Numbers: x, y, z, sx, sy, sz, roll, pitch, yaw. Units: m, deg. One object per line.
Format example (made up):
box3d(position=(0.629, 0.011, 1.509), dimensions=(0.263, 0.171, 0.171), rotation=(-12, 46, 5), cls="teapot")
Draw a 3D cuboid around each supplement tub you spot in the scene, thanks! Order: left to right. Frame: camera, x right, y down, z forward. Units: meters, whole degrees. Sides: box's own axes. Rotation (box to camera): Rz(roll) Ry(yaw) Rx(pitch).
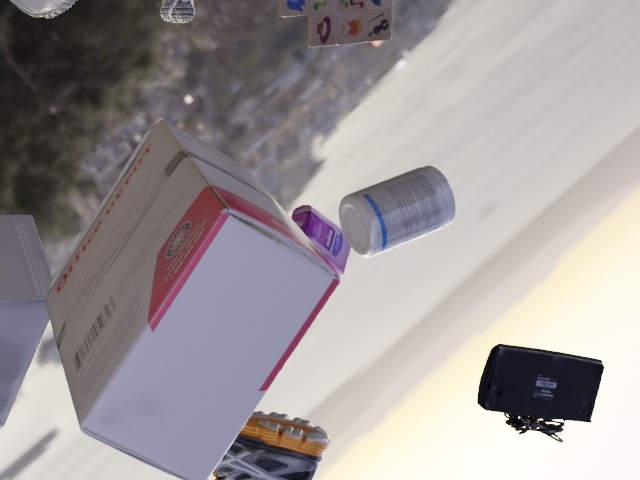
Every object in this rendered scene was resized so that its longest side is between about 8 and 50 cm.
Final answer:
box3d(position=(0.080, -0.031, 1.579), dimensions=(0.107, 0.071, 0.071), rotation=(-21, 165, -24), cls="supplement tub")

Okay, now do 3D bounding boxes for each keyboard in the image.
box3d(position=(0.230, 0.164, 1.645), dimensions=(0.192, 0.038, 0.100), rotation=(13, 93, -41), cls="keyboard")

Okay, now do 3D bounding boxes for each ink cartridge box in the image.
box3d(position=(-0.117, 0.040, 1.251), dimensions=(0.207, 0.117, 0.283), rotation=(-57, -157, 7), cls="ink cartridge box")

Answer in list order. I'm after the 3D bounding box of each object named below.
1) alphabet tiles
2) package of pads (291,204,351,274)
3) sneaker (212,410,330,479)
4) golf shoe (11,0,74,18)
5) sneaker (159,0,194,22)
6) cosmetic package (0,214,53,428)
box3d(position=(0.037, -0.354, 1.817), dimensions=(0.198, 0.237, 0.009), rotation=(-10, -160, -29), cls="alphabet tiles")
box3d(position=(0.000, 0.000, 1.721), dimensions=(0.032, 0.083, 0.050), rotation=(-13, -127, 41), cls="package of pads")
box3d(position=(-0.102, 0.214, 1.577), dimensions=(0.084, 0.215, 0.083), rotation=(-49, 153, -76), cls="sneaker")
box3d(position=(-0.259, -0.229, 1.208), dimensions=(0.086, 0.176, 0.069), rotation=(21, 93, -49), cls="golf shoe")
box3d(position=(-0.161, -0.286, 1.711), dimensions=(0.040, 0.043, 0.109), rotation=(2, 153, -6), cls="sneaker")
box3d(position=(-0.371, 0.091, 1.625), dimensions=(0.107, 0.127, 0.238), rotation=(1, 140, -34), cls="cosmetic package")
